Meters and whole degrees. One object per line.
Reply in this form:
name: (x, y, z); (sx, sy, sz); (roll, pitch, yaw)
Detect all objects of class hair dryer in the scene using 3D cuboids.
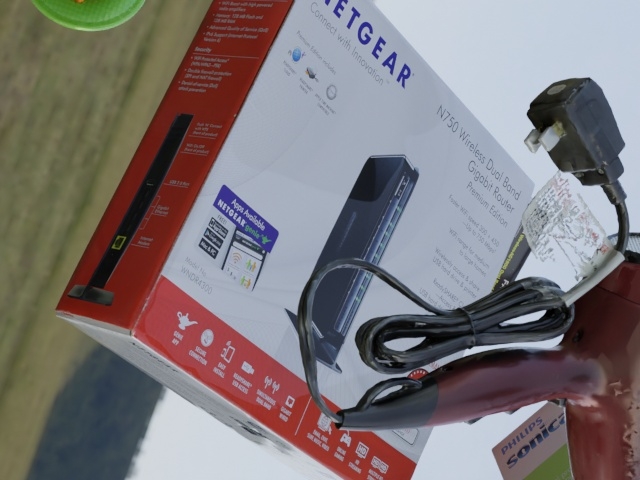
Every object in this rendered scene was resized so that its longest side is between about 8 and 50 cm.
hair dryer: (0.120, 0.069, 0.857); (0.223, 0.293, 0.080); (-40, -151, -6)

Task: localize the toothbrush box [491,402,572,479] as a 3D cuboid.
toothbrush box: (0.273, 0.265, 1.188); (0.122, 0.206, 0.283); (-44, -153, 14)

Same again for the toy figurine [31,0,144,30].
toy figurine: (-0.231, -0.315, 1.467); (0.173, 0.130, 0.159); (61, -21, 13)

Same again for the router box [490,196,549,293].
router box: (0.154, 0.010, 1.374); (0.122, 0.038, 0.092); (-63, -167, 11)

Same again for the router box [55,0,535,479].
router box: (0.000, 0.000, 1.123); (0.082, 0.335, 0.301); (11, -111, 42)
